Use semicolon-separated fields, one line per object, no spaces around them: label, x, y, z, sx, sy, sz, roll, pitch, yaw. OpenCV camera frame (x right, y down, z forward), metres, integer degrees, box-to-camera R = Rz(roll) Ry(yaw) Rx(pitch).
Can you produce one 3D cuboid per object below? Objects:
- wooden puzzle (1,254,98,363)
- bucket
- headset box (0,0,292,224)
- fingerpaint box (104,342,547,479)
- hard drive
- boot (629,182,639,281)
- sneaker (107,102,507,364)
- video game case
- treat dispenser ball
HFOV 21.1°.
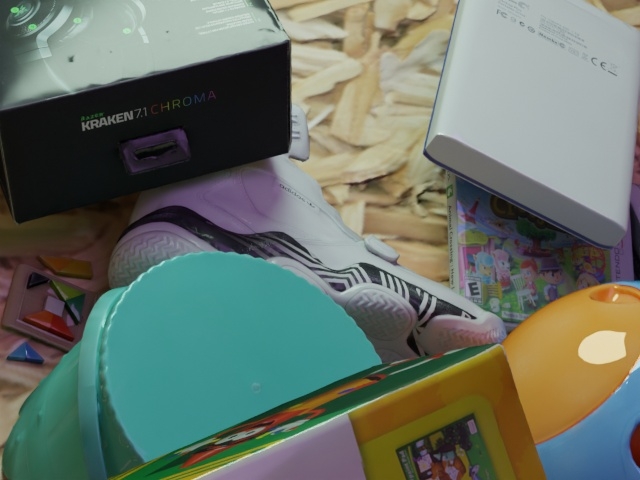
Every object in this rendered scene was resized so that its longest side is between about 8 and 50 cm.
wooden puzzle;-0.221;0.054;1.414;0.078;0.014;0.116;16;48;-21
bucket;-0.087;0.155;1.295;0.281;0.183;0.281;18;47;-20
headset box;-0.177;-0.168;1.446;0.246;0.131;0.283;-16;49;-15
fingerpaint box;0.003;0.337;1.071;0.371;0.163;0.445;-21;93;-32
hard drive;0.224;-0.150;1.738;0.210;0.040;0.319;26;43;-10
boot;0.381;0.046;1.754;0.123;0.095;0.258;3;53;-23
sneaker;0.000;0.000;1.513;0.365;0.137;0.210;16;50;-17
video game case;0.219;0.001;1.696;0.212;0.023;0.193;9;70;-26
treat dispenser ball;0.261;0.176;1.430;0.288;0.288;0.288;18;47;-20
